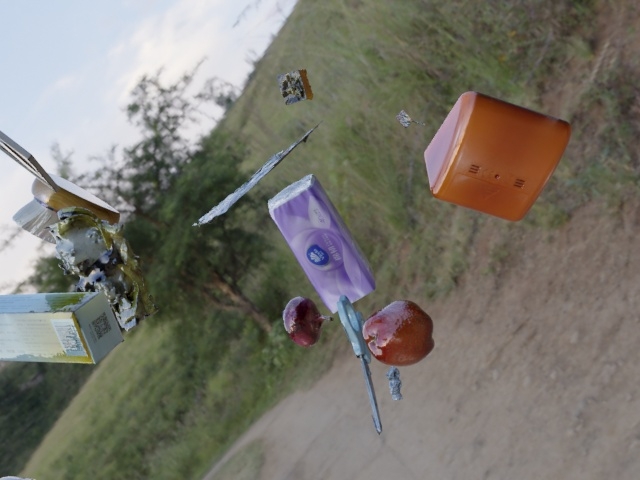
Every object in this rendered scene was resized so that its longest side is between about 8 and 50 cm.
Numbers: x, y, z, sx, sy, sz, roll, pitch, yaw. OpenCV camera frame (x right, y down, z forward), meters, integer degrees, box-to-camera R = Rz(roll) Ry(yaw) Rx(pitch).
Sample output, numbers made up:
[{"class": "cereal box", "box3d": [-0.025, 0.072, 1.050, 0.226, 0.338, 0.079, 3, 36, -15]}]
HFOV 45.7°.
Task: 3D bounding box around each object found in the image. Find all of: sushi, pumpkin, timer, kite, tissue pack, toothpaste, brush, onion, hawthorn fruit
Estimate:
[{"class": "sushi", "box3d": [-0.445, 0.055, 1.565, 0.131, 0.290, 0.139, -36, 10, -40]}, {"class": "pumpkin", "box3d": [-0.064, -0.382, 1.897, 0.074, 0.083, 0.054, -10, 13, 37]}, {"class": "timer", "box3d": [0.389, -0.191, 1.681, 0.161, 0.258, 0.250, -82, 11, -47]}, {"class": "kite", "box3d": [0.203, -0.267, 1.720, 0.002, 0.078, 0.044, -42, -21, -33]}, {"class": "kite", "box3d": [-0.143, -0.113, 1.525, 0.406, 0.014, 0.368, -34, 11, 31]}, {"class": "tissue pack", "box3d": [0.000, 0.000, 2.068, 0.160, 0.338, 0.242, -32, 9, 6]}, {"class": "toothpaste", "box3d": [-0.421, 0.121, 1.053, 0.313, 0.089, 0.071, -4, 25, 28]}, {"class": "brush", "box3d": [-0.730, -0.070, 2.200, 0.166, 0.267, 0.174, -62, 13, 3]}, {"class": "onion", "box3d": [-0.025, 0.226, 2.184, 0.140, 0.150, 0.150, -21, 11, 33]}, {"class": "hawthorn fruit", "box3d": [0.154, 0.191, 1.508, 0.138, 0.132, 0.133, -4, -23, -23]}]

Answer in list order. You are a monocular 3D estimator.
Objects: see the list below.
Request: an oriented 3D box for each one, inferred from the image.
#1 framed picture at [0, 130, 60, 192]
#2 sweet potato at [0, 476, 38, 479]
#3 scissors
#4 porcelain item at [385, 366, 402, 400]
[{"class": "framed picture", "box3d": [-0.599, -0.179, 1.457, 0.016, 0.184, 0.250, -53, -1, -12]}, {"class": "sweet potato", "box3d": [-0.412, 0.357, 1.000, 0.292, 0.097, 0.097, -3, 26, 36]}, {"class": "scissors", "box3d": [0.104, 0.302, 1.829, 0.030, 0.360, 0.191, -22, -39, 15]}, {"class": "porcelain item", "box3d": [0.180, 0.343, 1.829, 0.036, 0.083, 0.028, -15, 6, -41]}]
